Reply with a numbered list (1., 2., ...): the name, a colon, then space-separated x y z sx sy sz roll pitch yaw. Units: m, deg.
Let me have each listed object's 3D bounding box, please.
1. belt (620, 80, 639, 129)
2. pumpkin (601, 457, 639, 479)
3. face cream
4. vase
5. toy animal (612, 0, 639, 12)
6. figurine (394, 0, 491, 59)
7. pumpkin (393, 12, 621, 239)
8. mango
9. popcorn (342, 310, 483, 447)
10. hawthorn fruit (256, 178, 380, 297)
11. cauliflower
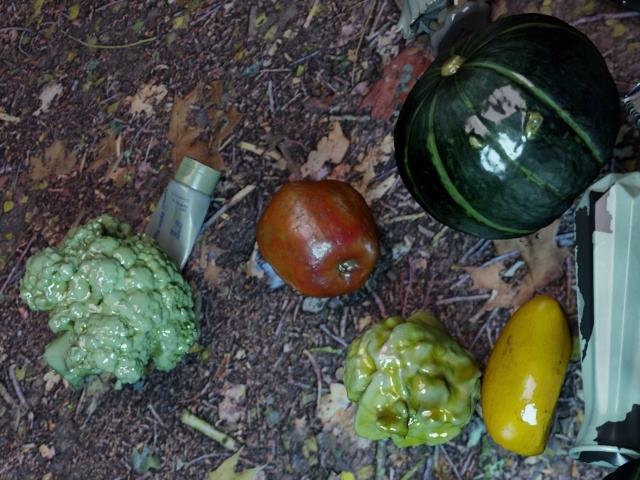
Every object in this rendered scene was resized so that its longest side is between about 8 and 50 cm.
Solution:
1. belt: 0.521 -0.120 1.788 0.160 0.207 0.295 -41 35 16
2. pumpkin: 0.387 0.360 1.616 0.250 0.216 0.250 -22 51 30
3. face cream: -0.240 -0.026 2.362 0.114 0.070 0.224 28 93 41
4. vase: 0.385 0.100 1.802 0.165 0.165 0.360 -3 68 34
5. toy animal: 0.512 -0.475 2.047 0.343 0.106 0.168 -52 41 -8
6. figurine: 0.150 -0.443 2.234 0.207 0.166 0.387 -53 46 34
7. pumpkin: 0.249 -0.157 1.935 0.323 0.241 0.323 -46 20 22
8. mango: 0.267 0.168 1.854 0.102 0.141 0.217 15 70 5
9. popcorn: 0.118 0.192 1.917 0.167 0.185 0.187 -53 55 24
10. hawthorn fruit: 0.000 0.000 2.109 0.189 0.189 0.189 -16 58 27
11. cauliflower: -0.348 0.108 2.229 0.281 0.260 0.327 -33 37 11
